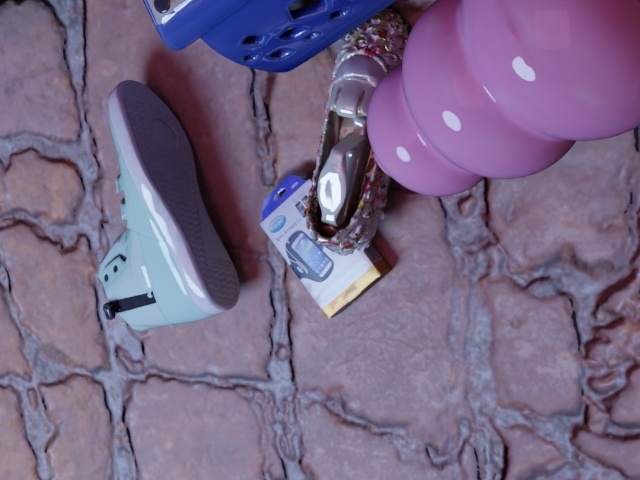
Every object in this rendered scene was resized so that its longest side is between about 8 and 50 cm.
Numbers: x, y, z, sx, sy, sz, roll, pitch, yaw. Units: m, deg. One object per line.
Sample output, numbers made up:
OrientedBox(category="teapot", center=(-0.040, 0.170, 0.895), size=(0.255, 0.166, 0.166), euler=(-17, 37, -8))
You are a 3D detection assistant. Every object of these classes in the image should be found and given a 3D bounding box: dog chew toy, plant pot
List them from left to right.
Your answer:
OrientedBox(category="plant pot", center=(-0.059, -0.303, 1.714), size=(0.236, 0.212, 0.236), euler=(-32, 74, 33))
OrientedBox(category="dog chew toy", center=(0.168, -0.148, 1.656), size=(0.332, 0.206, 0.207), euler=(-36, 83, 40))

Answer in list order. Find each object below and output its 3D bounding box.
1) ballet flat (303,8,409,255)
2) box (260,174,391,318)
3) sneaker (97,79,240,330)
OrientedBox(category="ballet flat", center=(0.036, -0.100, 1.792), size=(0.091, 0.077, 0.241), euler=(12, 101, 24))
OrientedBox(category="box", center=(0.000, 0.000, 1.883), size=(0.081, 0.028, 0.136), euler=(-41, 78, 31))
OrientedBox(category="sneaker", center=(-0.195, -0.027, 1.950), size=(0.151, 0.094, 0.256), euler=(-21, 90, 35))
